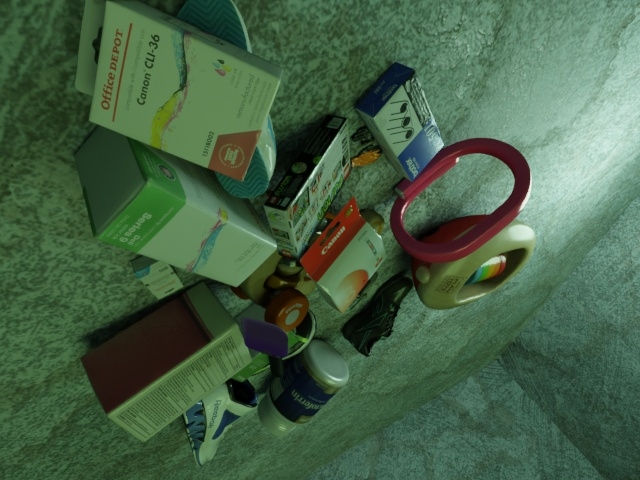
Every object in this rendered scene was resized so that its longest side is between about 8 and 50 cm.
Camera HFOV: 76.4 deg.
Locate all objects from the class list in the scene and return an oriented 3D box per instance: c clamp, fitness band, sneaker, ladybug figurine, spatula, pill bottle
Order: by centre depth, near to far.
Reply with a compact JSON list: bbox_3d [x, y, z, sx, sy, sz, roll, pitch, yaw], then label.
[{"bbox_3d":[-0.109,-0.171,0.490,0.087,0.092,0.229,-4,121,6],"label":"sneaker"},{"bbox_3d":[-0.092,0.217,0.774,0.296,0.084,0.030,88,18,-59],"label":"spatula"},{"bbox_3d":[0.272,-0.084,0.812,0.291,0.209,0.054,-40,144,2],"label":"fitness band"},{"bbox_3d":[-0.113,0.241,0.951,0.234,0.084,0.097,-38,144,0],"label":"sneaker"},{"bbox_3d":[-0.247,0.437,1.018,0.182,0.127,0.315,-17,139,-24],"label":"sneaker"},{"bbox_3d":[0.088,0.126,1.051,0.137,0.022,0.160,-48,143,13],"label":"c clamp"},{"bbox_3d":[0.405,0.045,1.118,0.449,0.162,0.305,-4,134,-39],"label":"ladybug figurine"},{"bbox_3d":[-0.055,0.418,1.145,0.153,0.153,0.265,16,119,-50],"label":"pill bottle"},{"bbox_3d":[0.183,0.219,1.173,0.101,0.106,0.267,20,115,-49],"label":"sneaker"}]

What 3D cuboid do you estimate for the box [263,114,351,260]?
[{"bbox_3d":[-0.010,-0.083,0.618,0.114,0.036,0.207,81,32,-51],"label":"box"}]

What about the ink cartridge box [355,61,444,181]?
[{"bbox_3d":[0.146,-0.195,0.707,0.097,0.046,0.207,-49,144,3],"label":"ink cartridge box"}]

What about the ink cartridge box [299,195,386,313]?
[{"bbox_3d":[0.048,0.031,0.704,0.145,0.045,0.179,-50,150,-14],"label":"ink cartridge box"}]

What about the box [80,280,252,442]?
[{"bbox_3d":[-0.259,0.210,0.719,0.232,0.127,0.149,-34,145,-23],"label":"box"}]

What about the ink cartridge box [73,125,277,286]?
[{"bbox_3d":[-0.172,-0.045,0.510,0.093,0.154,0.212,-44,145,12],"label":"ink cartridge box"}]

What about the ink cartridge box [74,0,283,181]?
[{"bbox_3d":[-0.149,-0.154,0.405,0.198,0.067,0.115,20,119,-13],"label":"ink cartridge box"}]

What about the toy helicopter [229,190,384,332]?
[{"bbox_3d":[0.000,0.000,0.774,0.355,0.140,0.235,-23,135,-38],"label":"toy helicopter"}]

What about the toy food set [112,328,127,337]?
[{"bbox_3d":[-0.352,0.196,0.743,0.082,0.020,0.083,-44,145,9],"label":"toy food set"}]

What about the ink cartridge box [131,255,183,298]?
[{"bbox_3d":[-0.261,0.055,0.656,0.048,0.028,0.083,-28,144,-14],"label":"ink cartridge box"}]

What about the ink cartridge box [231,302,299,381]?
[{"bbox_3d":[-0.162,0.223,0.866,0.209,0.109,0.062,-36,145,-2],"label":"ink cartridge box"}]

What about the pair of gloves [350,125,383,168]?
[{"bbox_3d":[0.085,-0.169,0.724,0.074,0.010,0.083,-24,142,-19],"label":"pair of gloves"}]
